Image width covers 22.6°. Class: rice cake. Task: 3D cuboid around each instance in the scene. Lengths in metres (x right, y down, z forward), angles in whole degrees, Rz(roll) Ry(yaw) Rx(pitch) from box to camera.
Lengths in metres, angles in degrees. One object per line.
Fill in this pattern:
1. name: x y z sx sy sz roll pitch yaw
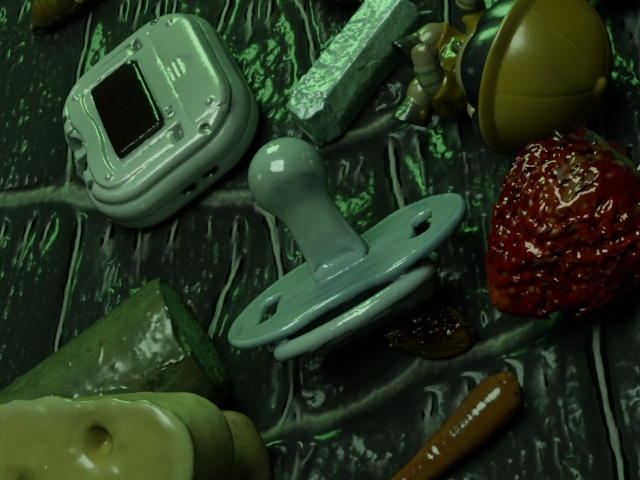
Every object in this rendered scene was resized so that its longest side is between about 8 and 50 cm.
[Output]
1. rice cake: 0.041 -0.206 1.859 0.063 0.069 0.206 31 82 42

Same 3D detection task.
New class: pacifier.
1. pacifier: 0.000 0.000 1.642 0.287 0.226 0.238 -31 9 17

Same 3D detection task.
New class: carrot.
1. carrot: 0.115 0.208 1.564 0.216 0.048 0.048 -44 47 8

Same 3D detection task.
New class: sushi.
1. sushi: 0.115 0.091 1.633 0.099 0.047 0.050 -16 51 22

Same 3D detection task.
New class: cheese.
1. cheese: -0.293 0.281 1.603 0.384 0.104 0.384 1 92 24

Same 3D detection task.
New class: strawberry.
1. strawberry: 0.237 -0.011 1.540 0.201 0.184 0.187 -44 43 14

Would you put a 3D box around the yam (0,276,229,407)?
1. yam: -0.227 0.171 1.726 0.268 0.161 0.161 -37 48 14

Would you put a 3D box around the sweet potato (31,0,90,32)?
1. sweet potato: -0.320 -0.356 2.194 0.226 0.068 0.068 -30 49 13

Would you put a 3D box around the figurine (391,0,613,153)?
1. figurine: 0.195 -0.183 1.685 0.257 0.167 0.192 11 80 61

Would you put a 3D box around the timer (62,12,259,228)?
1. timer: -0.203 -0.152 1.969 0.237 0.087 0.262 -36 48 9

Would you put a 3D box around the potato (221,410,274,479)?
1. potato: -0.103 0.242 1.642 0.112 0.112 0.147 -14 49 25
